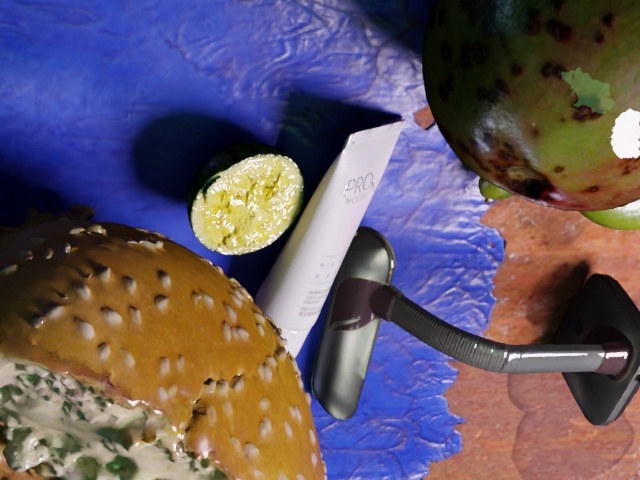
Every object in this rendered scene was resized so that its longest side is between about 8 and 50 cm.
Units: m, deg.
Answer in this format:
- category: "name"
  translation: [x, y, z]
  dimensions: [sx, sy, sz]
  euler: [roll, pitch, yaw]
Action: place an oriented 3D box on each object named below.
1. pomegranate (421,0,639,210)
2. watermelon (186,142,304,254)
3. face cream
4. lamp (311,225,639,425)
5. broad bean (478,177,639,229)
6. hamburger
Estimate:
- category: "pomegranate"
  translation: [0.215, -0.176, 1.432]
  dimensions: [0.242, 0.242, 0.306]
  euler: [25, 94, -25]
- category: "watermelon"
  translation: [-0.069, -0.042, 1.536]
  dimensions: [0.105, 0.062, 0.105]
  euler: [-17, 131, -21]
- category: "face cream"
  translation: [0.000, 0.000, 1.580]
  dimensions: [0.058, 0.092, 0.243]
  euler: [37, 119, 19]
- category: "lamp"
  translation: [0.139, 0.115, 1.652]
  dimensions: [0.283, 0.124, 0.203]
  euler: [10, 129, -15]
- category: "broad bean"
  translation: [0.243, -0.046, 1.610]
  dimensions: [0.214, 0.048, 0.070]
  euler: [9, 119, -16]
- category: "hamburger"
  translation: [-0.168, 0.113, 1.487]
  dimensions: [0.268, 0.287, 0.445]
  euler: [-26, 134, 34]
